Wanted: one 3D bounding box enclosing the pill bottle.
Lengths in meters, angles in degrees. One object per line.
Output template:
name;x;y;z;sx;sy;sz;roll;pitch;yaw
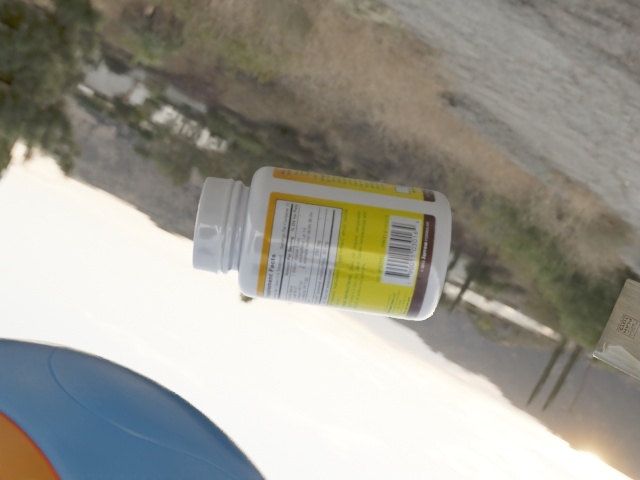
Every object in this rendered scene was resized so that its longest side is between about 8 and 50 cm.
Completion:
pill bottle;0.000;0.000;0.882;0.215;0.117;0.117;9;-176;-2

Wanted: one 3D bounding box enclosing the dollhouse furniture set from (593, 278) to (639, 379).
dollhouse furniture set;0.307;0.043;0.681;0.182;0.161;0.101;19;-174;-38

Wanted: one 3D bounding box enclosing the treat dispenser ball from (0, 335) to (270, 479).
treat dispenser ball;-0.134;0.178;0.371;0.288;0.288;0.288;27;-177;-2
